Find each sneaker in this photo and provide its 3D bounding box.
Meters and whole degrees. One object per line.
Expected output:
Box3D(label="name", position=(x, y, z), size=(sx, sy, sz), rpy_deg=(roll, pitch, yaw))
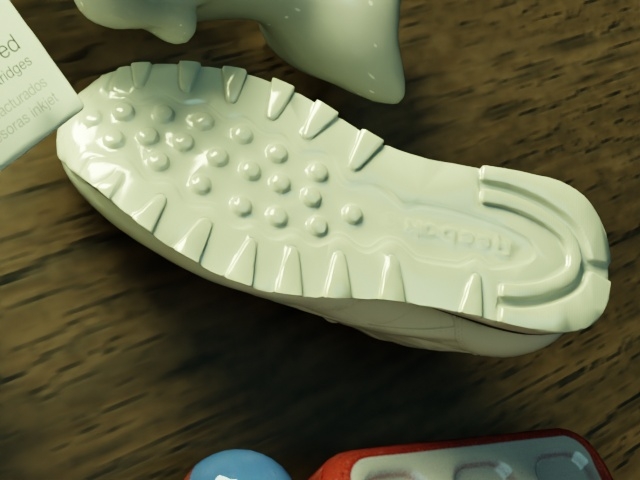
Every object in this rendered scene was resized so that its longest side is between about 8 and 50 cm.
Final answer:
Box3D(label="sneaker", position=(0.000, 0.000, 0.574), size=(0.235, 0.095, 0.090), rpy_deg=(20, 69, -12))

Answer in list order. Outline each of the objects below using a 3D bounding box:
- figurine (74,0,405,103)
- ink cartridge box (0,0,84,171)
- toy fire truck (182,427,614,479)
Box3D(label="figurine", position=(-0.032, -0.170, 0.577), size=(0.209, 0.092, 0.215), rpy_deg=(11, 75, -46))
Box3D(label="ink cartridge box", position=(-0.190, -0.064, 0.404), size=(0.128, 0.127, 0.176), rpy_deg=(-44, 105, -37))
Box3D(label="toy fire truck", position=(0.046, 0.195, 0.523), size=(0.302, 0.169, 0.254), rpy_deg=(2, 53, -39))
